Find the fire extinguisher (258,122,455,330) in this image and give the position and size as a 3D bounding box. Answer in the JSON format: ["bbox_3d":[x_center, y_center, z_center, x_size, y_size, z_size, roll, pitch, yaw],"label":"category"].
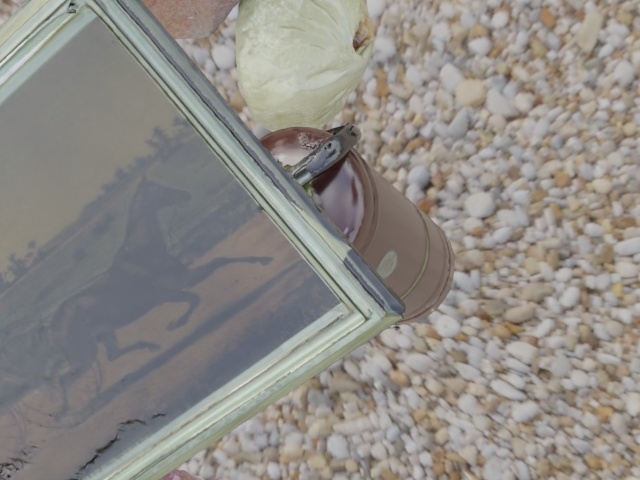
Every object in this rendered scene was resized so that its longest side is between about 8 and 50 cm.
[{"bbox_3d":[0.000,0.000,0.772,0.141,0.341,0.105,-39,71,8],"label":"fire extinguisher"}]

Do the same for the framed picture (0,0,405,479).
[{"bbox_3d":[-0.120,0.028,0.509,0.252,0.014,0.197,-36,101,22],"label":"framed picture"}]

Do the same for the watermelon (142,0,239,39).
[{"bbox_3d":[-0.179,-0.293,1.216,0.260,0.256,0.176,-10,99,-28],"label":"watermelon"}]

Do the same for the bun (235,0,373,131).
[{"bbox_3d":[-0.006,-0.227,1.322,0.134,0.220,0.220,7,88,20],"label":"bun"}]

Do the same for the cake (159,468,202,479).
[{"bbox_3d":[-0.182,0.417,1.172,0.237,0.309,0.230,37,133,6],"label":"cake"}]
